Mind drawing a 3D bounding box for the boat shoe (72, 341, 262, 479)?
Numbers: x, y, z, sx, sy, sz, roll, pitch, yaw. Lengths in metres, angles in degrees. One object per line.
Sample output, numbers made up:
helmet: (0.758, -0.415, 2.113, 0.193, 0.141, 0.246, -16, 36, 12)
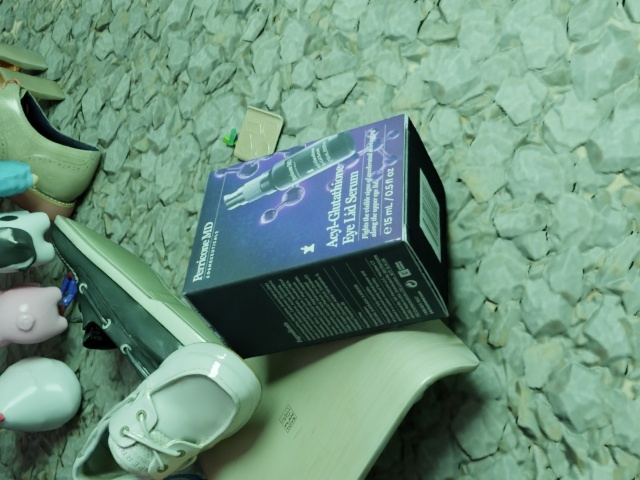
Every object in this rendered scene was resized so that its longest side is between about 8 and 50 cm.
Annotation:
boat shoe: (-0.156, 0.187, 0.866, 0.098, 0.096, 0.277, 47, 134, -4)

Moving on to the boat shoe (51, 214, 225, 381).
boat shoe: (-0.224, 0.088, 1.031, 0.340, 0.127, 0.113, 35, 93, 30)

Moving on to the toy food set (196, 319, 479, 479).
toy food set: (0.003, 0.174, 0.856, 0.306, 0.092, 0.220, -59, 40, 14)

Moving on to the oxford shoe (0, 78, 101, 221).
oxford shoe: (-0.447, -0.174, 1.187, 0.130, 0.348, 0.123, -51, 13, 14)

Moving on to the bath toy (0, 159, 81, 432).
bath toy: (-0.403, 0.080, 1.121, 0.151, 0.129, 0.348, -3, 101, 43)

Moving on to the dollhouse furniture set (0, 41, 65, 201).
dollhouse furniture set: (-0.536, -0.193, 1.345, 0.262, 0.135, 0.259, -51, 54, 22)

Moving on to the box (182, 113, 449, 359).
box: (0.000, 0.000, 0.797, 0.207, 0.108, 0.153, -15, 45, 20)

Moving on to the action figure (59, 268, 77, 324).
action figure: (-0.327, 0.052, 1.191, 0.038, 0.030, 0.115, 21, 91, 36)

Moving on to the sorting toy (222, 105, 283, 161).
sorting toy: (-0.078, -0.119, 1.015, 0.083, 0.012, 0.062, 23, 102, 38)

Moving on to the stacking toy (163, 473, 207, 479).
stacking toy: (-0.095, 0.384, 0.866, 0.302, 0.175, 0.166, 36, 109, 27)
